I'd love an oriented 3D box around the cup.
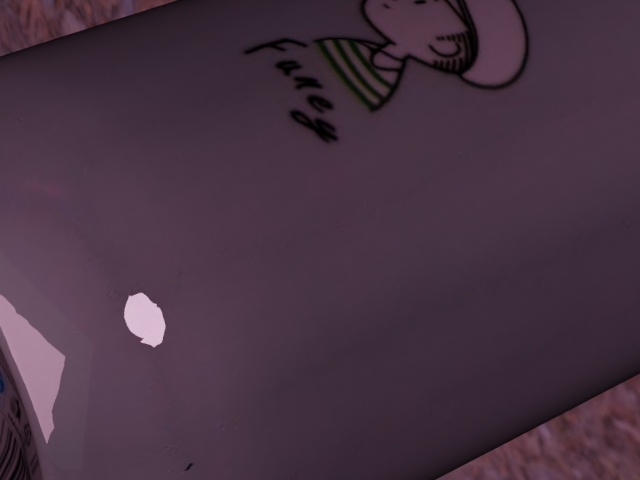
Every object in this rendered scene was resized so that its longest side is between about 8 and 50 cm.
[{"bbox_3d":[0.000,0.000,0.589,0.205,0.312,0.205,31,133,41],"label":"cup"}]
